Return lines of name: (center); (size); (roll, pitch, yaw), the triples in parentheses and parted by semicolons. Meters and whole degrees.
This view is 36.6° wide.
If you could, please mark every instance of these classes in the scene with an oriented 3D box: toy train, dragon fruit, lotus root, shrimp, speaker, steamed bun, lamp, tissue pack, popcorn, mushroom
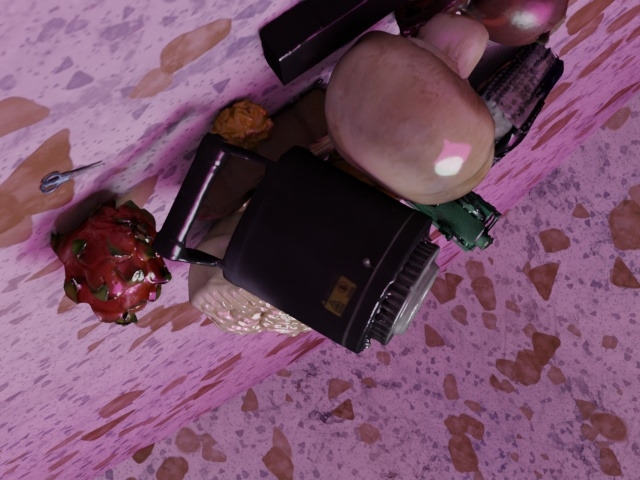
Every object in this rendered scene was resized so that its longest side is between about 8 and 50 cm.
toy train: (0.242, -0.086, 1.915); (0.115, 0.269, 0.154); (-53, 169, 15)
dragon fruit: (-0.271, 0.038, 1.258); (0.135, 0.137, 0.236); (-17, 160, -17)
lotus root: (-0.068, -0.116, 1.394); (0.260, 0.074, 0.170); (-38, 173, 5)
shrimp: (0.102, -0.072, 1.489); (0.262, 0.117, 0.066); (8, 123, -40)
speaker: (0.030, -0.273, 1.138); (0.218, 0.044, 0.082); (-36, 168, -5)
steamed bun: (-0.061, 0.025, 1.582); (0.320, 0.206, 0.275); (16, 139, -31)
lamp: (0.229, -0.332, 1.283); (0.223, 0.151, 0.215); (18, 133, -19)
lamp: (0.015, 0.016, 1.251); (0.374, 0.272, 0.205); (8, 111, -59)
tissue pack: (0.311, -0.220, 1.787); (0.245, 0.123, 0.332); (-48, 179, 40)
popcorn: (-0.102, -0.141, 1.239); (0.083, 0.057, 0.082); (-42, 164, 28)
mushroom: (0.129, -0.174, 1.208); (0.234, 0.260, 0.254); (-51, 129, -3)

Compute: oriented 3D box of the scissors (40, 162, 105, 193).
scissors: (-0.282, -0.076, 1.105); (0.083, 0.006, 0.036); (-27, 163, -36)

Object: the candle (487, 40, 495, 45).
candle: (0.294, -0.372, 1.450); (0.168, 0.068, 0.192); (-43, 163, 32)

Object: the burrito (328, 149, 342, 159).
burrito: (0.086, -0.140, 1.660); (0.175, 0.107, 0.348); (-60, 169, 6)
